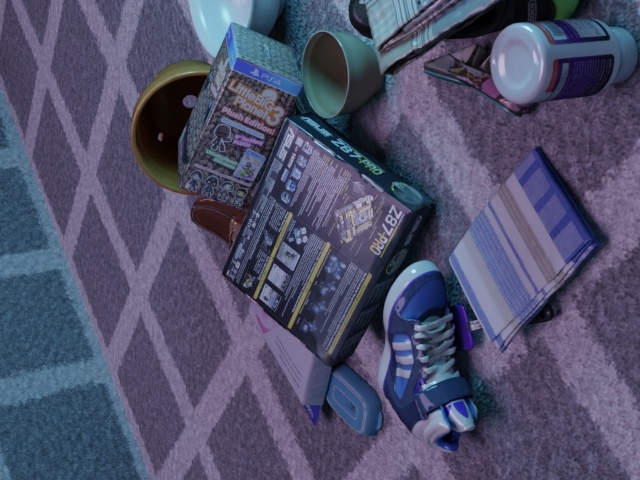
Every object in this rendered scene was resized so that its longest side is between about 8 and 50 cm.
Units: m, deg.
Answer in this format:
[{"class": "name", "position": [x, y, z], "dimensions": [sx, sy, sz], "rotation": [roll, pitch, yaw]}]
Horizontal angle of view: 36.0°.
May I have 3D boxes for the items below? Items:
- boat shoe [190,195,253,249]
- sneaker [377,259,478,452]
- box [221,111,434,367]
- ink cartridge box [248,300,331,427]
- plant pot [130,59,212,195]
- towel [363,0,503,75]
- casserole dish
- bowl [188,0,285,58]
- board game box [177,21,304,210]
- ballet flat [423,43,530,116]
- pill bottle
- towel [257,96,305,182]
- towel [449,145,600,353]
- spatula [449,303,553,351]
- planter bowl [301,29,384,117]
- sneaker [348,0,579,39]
[{"class": "boat shoe", "position": [-0.147, -0.010, 2.134], "dimensions": [0.324, 0.116, 0.123], "rotation": [19, 140, 18]}, {"class": "sneaker", "position": [0.215, 0.222, 1.745], "dimensions": [0.236, 0.130, 0.323], "rotation": [45, 137, 43]}, {"class": "box", "position": [0.000, 0.000, 1.913], "dimensions": [0.318, 0.097, 0.395], "rotation": [39, 123, 23]}, {"class": "ink cartridge box", "position": [-0.070, 0.204, 2.235], "dimensions": [0.324, 0.071, 0.330], "rotation": [54, 140, 46]}, {"class": "plant pot", "position": [-0.279, -0.275, 2.190], "dimensions": [0.203, 0.290, 0.291], "rotation": [-112, 27, -56]}, {"class": "towel", "position": [0.158, -0.436, 1.382], "dimensions": [0.312, 0.056, 0.324], "rotation": [-30, 65, 37]}, {"class": "casserole dish", "position": [0.066, 0.345, 2.121], "dimensions": [0.188, 0.037, 0.114], "rotation": [38, 130, 46]}, {"class": "bowl", "position": [-0.164, -0.541, 2.121], "dimensions": [0.298, 0.134, 0.298], "rotation": [25, 120, 54]}, {"class": "board game box", "position": [-0.166, -0.250, 1.969], "dimensions": [0.291, 0.141, 0.232], "rotation": [-62, 19, 22]}, {"class": "ballet flat", "position": [0.261, -0.270, 1.591], "dimensions": [0.221, 0.077, 0.079], "rotation": [36, 110, 42]}, {"class": "pill bottle", "position": [0.337, -0.247, 1.345], "dimensions": [0.108, 0.193, 0.108], "rotation": [25, 120, 54]}, {"class": "towel", "position": [-0.127, -0.276, 2.218], "dimensions": [0.282, 0.049, 0.187], "rotation": [-55, 50, 50]}, {"class": "towel", "position": [0.319, 0.019, 1.585], "dimensions": [0.285, 0.034, 0.209], "rotation": [-58, 43, 40]}, {"class": "spatula", "position": [0.299, 0.138, 1.684], "dimensions": [0.296, 0.030, 0.084], "rotation": [-22, 80, 58]}, {"class": "planter bowl", "position": [0.051, -0.318, 1.866], "dimensions": [0.162, 0.109, 0.162], "rotation": [25, 120, 52]}, {"class": "sneaker", "position": [0.180, -0.401, 1.543], "dimensions": [0.482, 0.202, 0.185], "rotation": [6, 104, 57]}]
